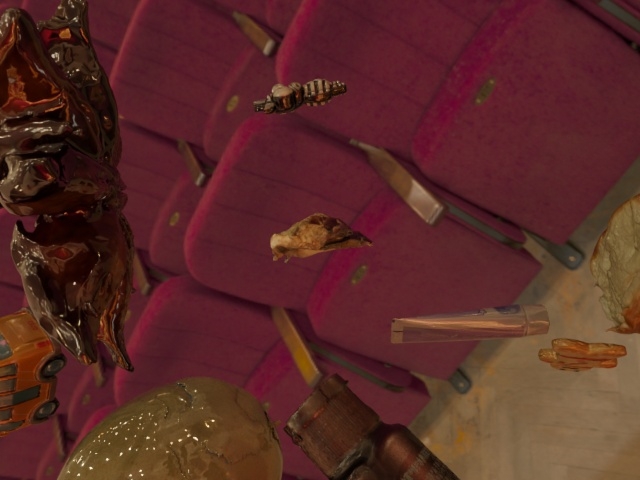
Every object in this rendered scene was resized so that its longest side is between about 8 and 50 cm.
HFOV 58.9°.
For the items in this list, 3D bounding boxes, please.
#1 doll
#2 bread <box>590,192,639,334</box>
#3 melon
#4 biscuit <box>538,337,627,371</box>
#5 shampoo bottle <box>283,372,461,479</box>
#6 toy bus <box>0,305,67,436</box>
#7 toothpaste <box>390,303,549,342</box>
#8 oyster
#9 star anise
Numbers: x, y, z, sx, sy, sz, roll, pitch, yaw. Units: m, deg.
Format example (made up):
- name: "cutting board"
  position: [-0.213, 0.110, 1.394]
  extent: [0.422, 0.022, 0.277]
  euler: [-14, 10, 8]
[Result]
- name: "doll"
  position: [-0.048, -0.329, 1.290]
  extent: [0.091, 0.220, 0.067]
  euler: [-131, 27, -55]
- name: "bread"
  position: [0.680, 0.032, 1.088]
  extent: [0.278, 0.251, 0.224]
  euler: [96, 173, -47]
- name: "melon"
  position: [-0.202, 0.343, 0.808]
  extent: [0.268, 0.330, 0.268]
  euler: [50, 160, 25]
- name: "biscuit"
  position: [0.531, 0.241, 1.164]
  extent: [0.153, 0.234, 0.030]
  euler: [7, 70, 11]
- name: "shampoo bottle"
  position: [0.102, 0.256, 0.487]
  extent: [0.323, 0.129, 0.084]
  euler: [42, 116, 16]
- name: "toy bus"
  position: [-0.518, 0.226, 0.937]
  extent: [0.126, 0.136, 0.209]
  euler: [37, 121, 27]
- name: "toothpaste"
  position: [0.357, 0.208, 1.377]
  extent: [0.125, 0.372, 0.079]
  euler: [82, -178, -53]
- name: "oyster"
  position: [-0.001, -0.011, 1.327]
  extent: [0.271, 0.276, 0.100]
  euler: [157, 101, -74]
- name: "star anise"
  position: [-0.185, -0.030, 0.388]
  extent: [0.272, 0.103, 0.271]
  euler: [174, 90, -79]
